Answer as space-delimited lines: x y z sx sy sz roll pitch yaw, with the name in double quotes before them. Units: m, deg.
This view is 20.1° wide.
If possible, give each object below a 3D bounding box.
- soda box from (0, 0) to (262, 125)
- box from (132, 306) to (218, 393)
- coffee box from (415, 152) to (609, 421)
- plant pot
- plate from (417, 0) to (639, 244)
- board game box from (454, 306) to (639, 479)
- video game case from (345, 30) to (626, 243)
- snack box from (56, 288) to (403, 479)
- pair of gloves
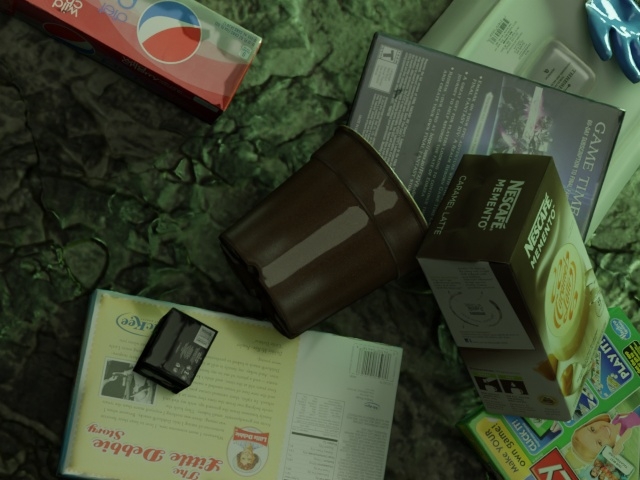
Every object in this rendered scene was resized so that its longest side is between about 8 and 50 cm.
"soda box" -0.197 -0.223 1.824 0.263 0.083 0.092 28 78 -8
"box" -0.139 0.106 1.733 0.052 0.083 0.062 29 74 -7
"coffee box" 0.195 0.048 1.782 0.098 0.246 0.141 4 52 29
"plant pot" 0.000 0.000 1.770 0.165 0.167 0.167 -34 91 -10
"plate" 0.247 -0.169 1.937 0.278 0.045 0.277 40 77 -5
"board game box" 0.318 0.259 1.899 0.213 0.046 0.317 -36 92 -15
"video game case" 0.158 -0.083 1.880 0.274 0.026 0.196 17 94 -5
"snack box" -0.089 0.171 1.809 0.322 0.060 0.187 12 78 -11
"pair of gloves" 0.362 -0.249 1.952 0.198 0.023 0.159 -16 76 -31
